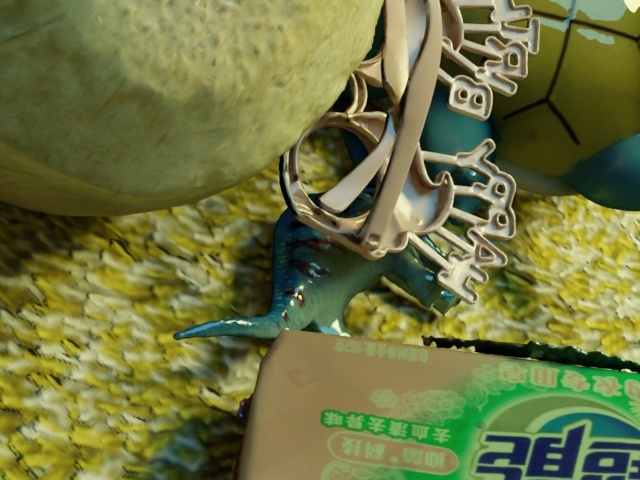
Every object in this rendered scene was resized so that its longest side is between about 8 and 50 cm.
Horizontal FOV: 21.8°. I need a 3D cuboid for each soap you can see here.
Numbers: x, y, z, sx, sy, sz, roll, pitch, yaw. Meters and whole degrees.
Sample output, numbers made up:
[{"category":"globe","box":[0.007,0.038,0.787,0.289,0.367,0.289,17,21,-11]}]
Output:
[{"category":"soap","box":[0.087,0.144,0.873,0.273,0.098,0.218,7,44,4]}]

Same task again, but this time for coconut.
[{"category":"coconut","box":[-0.118,-0.154,0.884,0.329,0.329,0.329,25,45,-27]}]

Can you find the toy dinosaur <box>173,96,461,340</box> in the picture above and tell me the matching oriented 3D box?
[{"category":"toy dinosaur","box":[0.028,0.012,1.033,0.144,0.076,0.329,34,35,-2]}]

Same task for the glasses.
[{"category":"glasses","box":[0.070,-0.095,0.985,0.162,0.095,0.255,12,76,-28]}]

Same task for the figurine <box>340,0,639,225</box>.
[{"category":"figurine","box":[0.159,-0.149,1.157,0.416,0.243,0.298,13,94,-40]}]
